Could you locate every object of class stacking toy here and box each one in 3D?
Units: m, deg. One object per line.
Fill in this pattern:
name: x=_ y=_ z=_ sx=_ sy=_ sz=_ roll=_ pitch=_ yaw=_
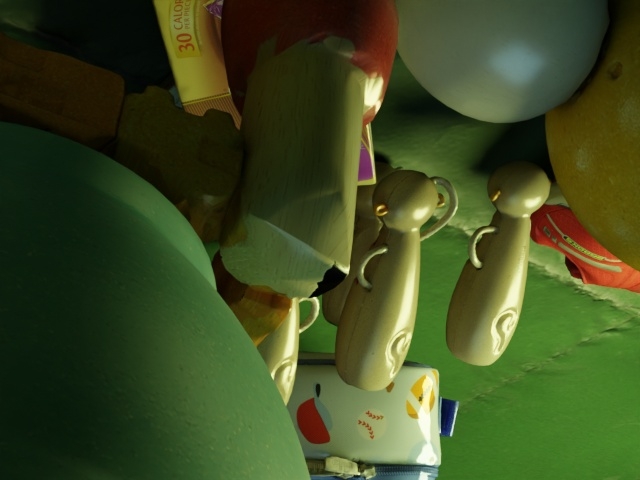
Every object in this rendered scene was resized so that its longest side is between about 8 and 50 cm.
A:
stacking toy: x=0.260 y=-0.065 z=0.796 sx=0.480 sy=0.350 sz=0.350 roll=19 pitch=140 yaw=-19

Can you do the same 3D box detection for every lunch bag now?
lunch bag: x=-0.024 y=0.146 z=1.066 sx=0.243 sy=0.115 sz=0.303 roll=4 pitch=173 yaw=-6

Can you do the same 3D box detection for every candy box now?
candy box: x=-0.029 y=-0.104 z=0.778 sx=0.109 sy=0.053 sz=0.186 roll=-6 pitch=141 yaw=3

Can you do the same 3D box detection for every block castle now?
block castle: x=-0.184 y=0.001 z=0.702 sx=0.303 sy=0.213 sz=0.453 roll=20 pitch=137 yaw=-16

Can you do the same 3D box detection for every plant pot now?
plant pot: x=-0.134 y=0.081 z=0.479 sx=0.293 sy=0.196 sz=0.293 roll=3 pitch=138 yaw=2

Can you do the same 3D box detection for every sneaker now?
sneaker: x=0.258 y=0.001 z=1.077 sx=0.118 sy=0.107 sz=0.279 roll=-11 pitch=153 yaw=38

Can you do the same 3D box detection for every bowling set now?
bowling set: x=0.000 y=0.000 z=0.922 sx=0.287 sy=0.200 sz=0.154 roll=-10 pitch=120 yaw=-46

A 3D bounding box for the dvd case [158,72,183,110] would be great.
dvd case: x=-0.037 y=-0.109 z=0.836 sx=0.087 sy=0.013 sz=0.119 roll=16 pitch=141 yaw=-39
